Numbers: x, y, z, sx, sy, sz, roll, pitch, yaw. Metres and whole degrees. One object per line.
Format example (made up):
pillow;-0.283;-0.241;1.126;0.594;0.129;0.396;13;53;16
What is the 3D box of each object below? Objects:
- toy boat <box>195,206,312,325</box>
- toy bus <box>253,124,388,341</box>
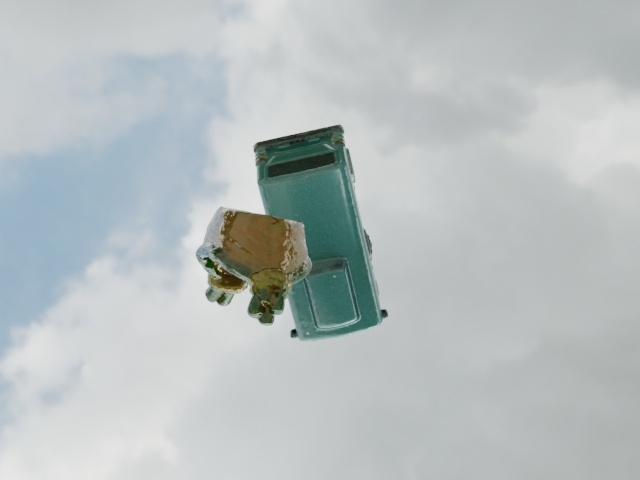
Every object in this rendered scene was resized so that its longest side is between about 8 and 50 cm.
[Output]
toy boat;-0.059;0.020;1.099;0.089;0.229;0.088;11;-90;-13
toy bus;0.000;0.000;1.683;0.128;0.256;0.147;-12;-153;3
